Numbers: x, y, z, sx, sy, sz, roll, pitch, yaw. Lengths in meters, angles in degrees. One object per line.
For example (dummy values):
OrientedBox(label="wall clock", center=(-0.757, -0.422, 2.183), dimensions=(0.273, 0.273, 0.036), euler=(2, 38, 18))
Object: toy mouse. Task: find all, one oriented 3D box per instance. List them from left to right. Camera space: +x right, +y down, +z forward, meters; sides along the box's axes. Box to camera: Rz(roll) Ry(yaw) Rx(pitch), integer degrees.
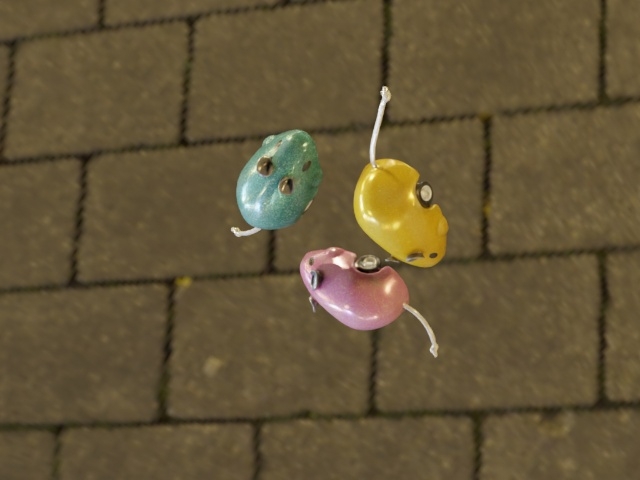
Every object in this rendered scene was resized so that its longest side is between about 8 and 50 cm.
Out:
OrientedBox(label="toy mouse", center=(0.000, 0.000, 0.948), dimensions=(0.143, 0.161, 0.031), euler=(0, 38, 39))
